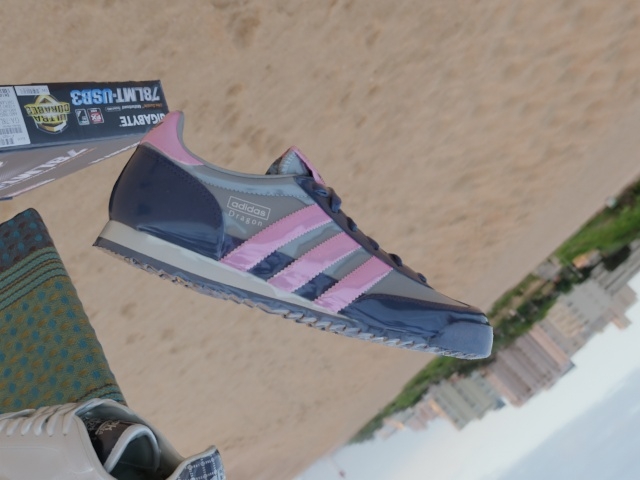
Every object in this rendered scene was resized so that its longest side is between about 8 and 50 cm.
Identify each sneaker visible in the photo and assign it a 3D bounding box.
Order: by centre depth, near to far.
[{"bbox_3d":[-0.149,0.131,0.526,0.090,0.235,0.095,-25,122,-58],"label":"sneaker"},{"bbox_3d":[0.000,0.000,0.688,0.112,0.319,0.131,166,-58,-73],"label":"sneaker"}]

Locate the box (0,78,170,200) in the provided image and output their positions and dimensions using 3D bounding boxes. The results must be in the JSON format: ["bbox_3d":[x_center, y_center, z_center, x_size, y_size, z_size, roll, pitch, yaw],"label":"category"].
[{"bbox_3d":[-0.358,-0.093,0.951,0.295,0.073,0.293,-15,180,31],"label":"box"}]

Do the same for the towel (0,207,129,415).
[{"bbox_3d":[-0.268,0.169,0.663,0.271,0.370,0.040,-31,145,-4],"label":"towel"}]
